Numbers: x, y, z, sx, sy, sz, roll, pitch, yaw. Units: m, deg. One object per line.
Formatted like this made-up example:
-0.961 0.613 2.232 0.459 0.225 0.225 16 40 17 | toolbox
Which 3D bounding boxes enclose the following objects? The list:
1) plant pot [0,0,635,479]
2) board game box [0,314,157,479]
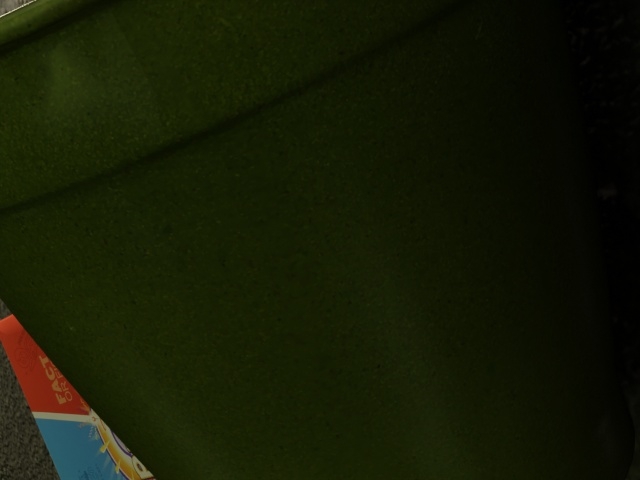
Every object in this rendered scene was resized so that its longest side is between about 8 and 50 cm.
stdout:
0.000 0.000 0.662 0.366 0.366 0.353 -10 111 46 | plant pot
-0.131 0.132 1.019 0.316 0.064 0.242 -25 89 47 | board game box
